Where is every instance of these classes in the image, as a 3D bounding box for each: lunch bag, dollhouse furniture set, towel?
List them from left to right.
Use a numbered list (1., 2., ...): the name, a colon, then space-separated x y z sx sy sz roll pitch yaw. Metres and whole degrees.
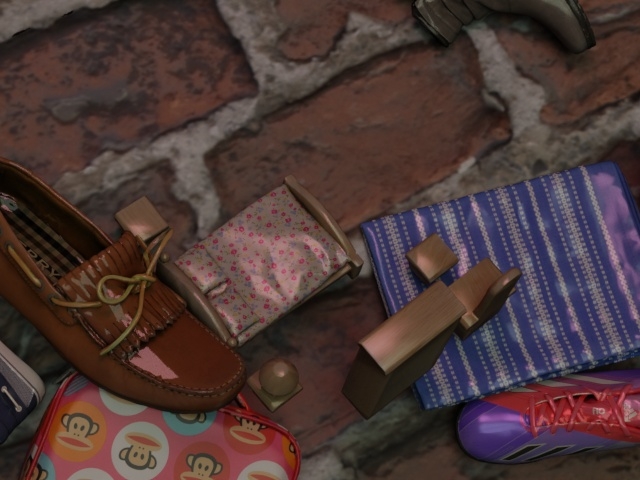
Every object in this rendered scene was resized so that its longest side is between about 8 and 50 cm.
1. lunch bag: -0.175 0.255 1.670 0.293 0.120 0.258 21 81 -8
2. dollhouse furniture set: 0.000 0.000 1.668 0.303 0.174 0.355 -35 75 -21
3. towel: 0.240 0.048 1.786 0.336 0.040 0.243 -14 76 -11

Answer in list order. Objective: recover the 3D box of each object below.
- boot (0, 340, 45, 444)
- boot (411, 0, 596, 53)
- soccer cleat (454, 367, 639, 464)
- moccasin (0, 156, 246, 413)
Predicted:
1. boot: -0.393 0.136 1.649 0.190 0.069 0.086 40 48 -6
2. boot: 0.201 -0.285 1.821 0.161 0.083 0.246 -42 96 2
3. soccer cleat: 0.317 0.201 1.771 0.318 0.116 0.108 -5 86 -11
4. moccasin: -0.234 0.043 1.616 0.380 0.147 0.139 41 42 16
